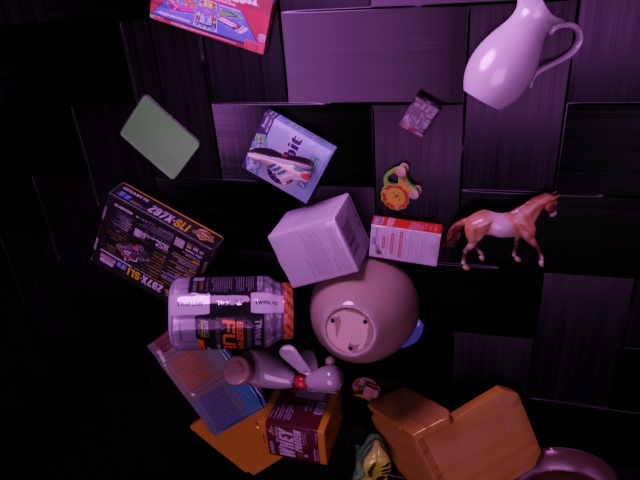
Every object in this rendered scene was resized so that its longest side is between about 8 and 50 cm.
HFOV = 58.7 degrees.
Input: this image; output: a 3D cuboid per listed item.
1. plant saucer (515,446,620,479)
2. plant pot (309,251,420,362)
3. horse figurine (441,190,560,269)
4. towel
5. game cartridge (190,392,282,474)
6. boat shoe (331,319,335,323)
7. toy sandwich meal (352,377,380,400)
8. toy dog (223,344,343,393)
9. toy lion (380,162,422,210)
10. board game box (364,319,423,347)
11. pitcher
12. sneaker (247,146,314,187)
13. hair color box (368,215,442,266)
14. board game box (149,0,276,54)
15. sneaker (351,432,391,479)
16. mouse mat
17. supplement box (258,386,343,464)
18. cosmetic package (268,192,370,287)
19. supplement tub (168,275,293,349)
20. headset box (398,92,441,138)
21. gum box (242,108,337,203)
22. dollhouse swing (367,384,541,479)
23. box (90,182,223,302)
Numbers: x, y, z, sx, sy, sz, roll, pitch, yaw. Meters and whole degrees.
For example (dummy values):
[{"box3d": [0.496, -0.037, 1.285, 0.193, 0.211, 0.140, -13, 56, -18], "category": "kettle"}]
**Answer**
[{"box3d": [0.697, 0.723, 1.631, 0.311, 0.050, 0.310, 8, 121, 13], "category": "plant saucer"}, {"box3d": [0.091, 0.189, 1.404, 0.284, 0.191, 0.283, 4, 105, 16], "category": "plant pot"}, {"box3d": [0.407, -0.017, 1.303, 0.264, 0.066, 0.174, -2, 123, 16], "category": "horse figurine"}, {"box3d": [-0.355, 0.417, 1.760, 0.271, 0.040, 0.370, -37, 92, 30], "category": "towel"}, {"box3d": [-0.237, 0.622, 1.871, 0.285, 0.052, 0.324, 42, 124, -8], "category": "game cartridge"}, {"box3d": [0.049, 0.207, 1.555, 0.142, 0.049, 0.040, -21, 145, 19], "category": "boat shoe"}, {"box3d": [0.133, 0.437, 1.659, 0.086, 0.029, 0.085, 8, 120, 13], "category": "toy sandwich meal"}, {"box3d": [-0.100, 0.338, 1.603, 0.334, 0.160, 0.220, 3, 164, 3], "category": "toy dog"}, {"box3d": [0.181, -0.121, 1.339, 0.096, 0.034, 0.100, -21, 110, 34], "category": "toy lion"}, {"box3d": [0.192, 0.207, 1.514, 0.168, 0.033, 0.133, 47, 122, -2], "category": "board game box"}, {"box3d": [0.391, -0.352, 1.101, 0.178, 0.125, 0.207, 24, 112, -15], "category": "pitcher"}, {"box3d": [-0.098, -0.167, 1.332, 0.161, 0.057, 0.075, 14, 115, 6], "category": "sneaker"}, {"box3d": [0.206, 0.000, 1.382, 0.167, 0.053, 0.093, 9, 121, 11], "category": "hair color box"}, {"box3d": [-0.238, -0.523, 1.249, 0.282, 0.027, 0.145, 20, 121, 6], "category": "board game box"}, {"box3d": [0.158, 0.681, 1.747, 0.110, 0.123, 0.295, 5, 139, -7], "category": "sneaker"}, {"box3d": [-0.413, -0.262, 1.460, 0.190, 0.007, 0.152, 41, 122, -9], "category": "mouse mat"}, {"box3d": [-0.052, 0.525, 1.670, 0.194, 0.191, 0.129, 4, 119, 16], "category": "supplement box"}, {"box3d": [0.000, 0.000, 1.388, 0.184, 0.151, 0.151, -15, 112, 23], "category": "cosmetic package"}, {"box3d": [-0.232, 0.190, 1.508, 0.316, 0.193, 0.193, -2, 119, -5], "category": "supplement tub"}, {"box3d": [0.215, -0.269, 1.243, 0.062, 0.032, 0.083, 30, 123, 0], "category": "headset box"}, {"box3d": [-0.076, -0.200, 1.367, 0.184, 0.041, 0.157, 29, 123, 0], "category": "gum box"}, {"box3d": [0.382, 0.552, 1.627, 0.315, 0.305, 0.346, 13, 134, 61], "category": "dollhouse swing"}, {"box3d": [-0.462, 0.024, 1.592, 0.322, 0.079, 0.257, 29, 125, 0], "category": "box"}]
